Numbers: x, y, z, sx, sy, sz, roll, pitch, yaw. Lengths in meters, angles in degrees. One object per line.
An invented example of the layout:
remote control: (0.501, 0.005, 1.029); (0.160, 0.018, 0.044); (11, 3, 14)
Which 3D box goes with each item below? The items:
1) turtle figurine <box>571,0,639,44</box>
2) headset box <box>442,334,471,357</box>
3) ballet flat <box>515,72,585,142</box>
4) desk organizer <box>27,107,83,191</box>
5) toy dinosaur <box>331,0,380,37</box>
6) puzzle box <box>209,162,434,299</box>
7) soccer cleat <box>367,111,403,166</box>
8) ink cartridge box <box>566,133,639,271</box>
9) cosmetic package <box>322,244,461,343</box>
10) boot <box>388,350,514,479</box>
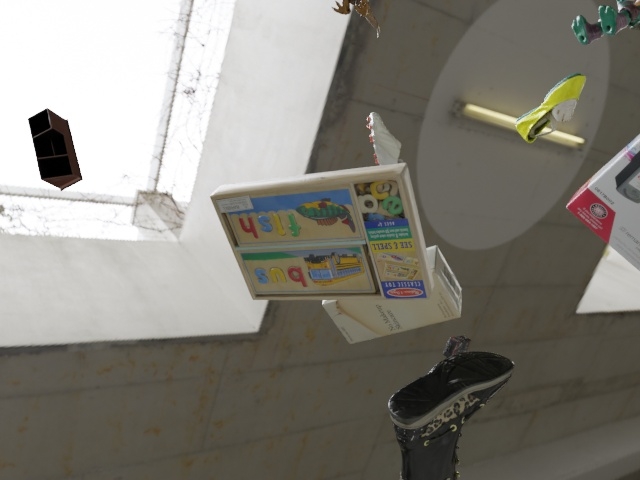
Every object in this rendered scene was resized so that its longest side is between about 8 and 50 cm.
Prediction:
turtle figurine: (0.606, -0.448, 1.048); (0.234, 0.118, 0.175); (-29, -7, -8)
headset box: (0.411, 0.323, 1.695); (0.083, 0.032, 0.062); (1, -66, -41)
ballet flat: (0.559, -0.307, 1.345); (0.077, 0.077, 0.231); (-9, -15, -21)
desk organizer: (-0.452, -0.156, 0.954); (0.047, 0.130, 0.050); (-25, -20, 8)
toy dinosaur: (0.073, -0.445, 1.037); (0.211, 0.064, 0.112); (50, -139, -35)
puzzle box: (0.000, 0.000, 1.116); (0.052, 0.409, 0.272); (-57, -45, -50)
soccer cleat: (0.171, -0.263, 1.474); (0.076, 0.068, 0.196); (-14, -41, 7)
ink cartridge box: (0.669, -0.104, 1.066); (0.131, 0.226, 0.306); (-35, -16, -35)
cosmetic package: (0.180, 0.142, 1.414); (0.310, 0.113, 0.160); (-21, -61, 27)
boot: (0.206, 0.286, 0.875); (0.236, 0.085, 0.178); (-18, -66, -30)
